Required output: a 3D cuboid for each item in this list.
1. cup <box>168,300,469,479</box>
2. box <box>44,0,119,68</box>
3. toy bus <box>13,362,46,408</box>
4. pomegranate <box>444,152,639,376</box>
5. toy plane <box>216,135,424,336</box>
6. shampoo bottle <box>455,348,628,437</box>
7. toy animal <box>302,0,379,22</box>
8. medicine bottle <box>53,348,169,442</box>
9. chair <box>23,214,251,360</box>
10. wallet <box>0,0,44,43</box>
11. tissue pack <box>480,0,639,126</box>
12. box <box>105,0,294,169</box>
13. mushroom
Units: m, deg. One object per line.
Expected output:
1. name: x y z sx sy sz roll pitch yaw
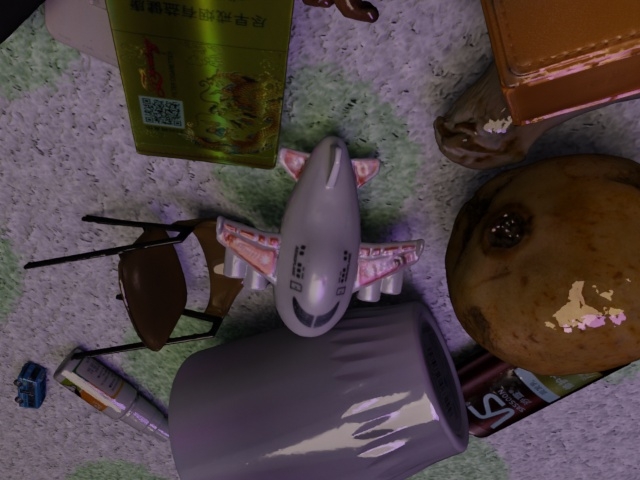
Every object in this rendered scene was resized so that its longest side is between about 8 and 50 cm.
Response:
1. cup: -0.003 0.235 0.855 0.372 0.253 0.253 -19 118 18
2. box: -0.224 -0.325 0.626 0.142 0.044 0.285 25 125 12
3. toy bus: -0.504 0.255 1.071 0.046 0.038 0.083 14 126 -6
4. pomegranate: 0.266 0.028 0.663 0.261 0.260 0.260 4 124 6
5. toy plane: 0.000 -0.001 0.747 0.252 0.118 0.252 -1 105 -5
6. shampoo bottle: 0.269 0.206 0.891 0.129 0.084 0.323 42 120 -16
7. toy animal: -0.022 -0.313 0.600 0.313 0.097 0.157 14 114 2
8. medicine bottle: -0.353 0.275 1.055 0.221 0.061 0.092 42 144 -18
9. chair: -0.221 0.052 0.830 0.247 0.172 0.158 -1 122 18
10. wallet: -0.260 -0.372 0.552 0.406 0.062 0.228 -21 107 33
11. tissue pack: 0.182 -0.248 0.467 0.145 0.194 0.274 -14 89 22
12. box: -0.120 -0.186 0.629 0.173 0.043 0.311 6 150 -5
13. mushroom: 0.305 -0.179 0.610 0.397 0.126 0.177 -12 129 12
